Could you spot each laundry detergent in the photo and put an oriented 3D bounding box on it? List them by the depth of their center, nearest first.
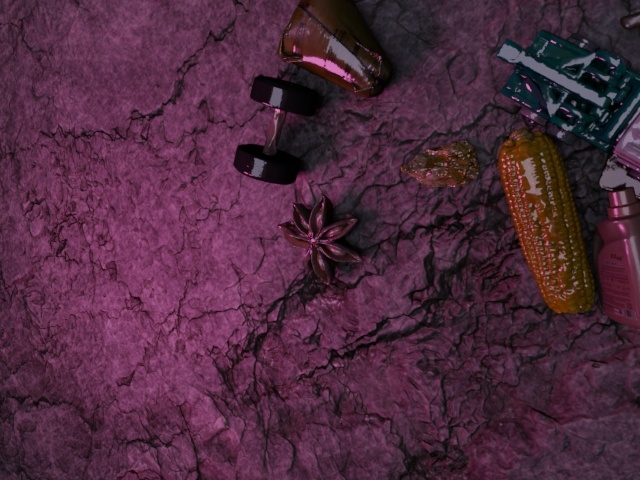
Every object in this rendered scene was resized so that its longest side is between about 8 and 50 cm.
[{"bbox_3d":[0.530,0.027,0.940,0.076,0.171,0.237,-15,92,-1],"label":"laundry detergent"}]

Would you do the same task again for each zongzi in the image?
[{"bbox_3d":[0.067,-0.470,1.107,0.260,0.123,0.289,29,107,15],"label":"zongzi"}]

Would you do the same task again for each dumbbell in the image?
[{"bbox_3d":[-0.102,-0.251,1.213,0.153,0.152,0.218,24,110,21],"label":"dumbbell"}]

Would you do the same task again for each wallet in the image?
[{"bbox_3d":[0.601,-0.114,0.954,0.176,0.026,0.095,18,101,21],"label":"wallet"}]

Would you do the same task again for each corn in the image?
[{"bbox_3d":[0.427,-0.036,1.005,0.120,0.120,0.363,-18,92,29],"label":"corn"}]

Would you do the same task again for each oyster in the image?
[{"bbox_3d":[0.260,-0.162,1.116,0.146,0.045,0.121,34,99,17],"label":"oyster"}]

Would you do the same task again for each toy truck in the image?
[{"bbox_3d":[0.470,-0.228,0.898,0.363,0.178,0.176,40,114,23],"label":"toy truck"}]

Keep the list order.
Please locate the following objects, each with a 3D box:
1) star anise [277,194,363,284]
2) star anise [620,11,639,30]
[{"bbox_3d":[0.009,-0.011,1.248,0.197,0.073,0.212,-31,88,32],"label":"star anise"},{"bbox_3d":[0.623,-0.482,0.790,0.109,0.292,0.349,30,90,-14],"label":"star anise"}]
